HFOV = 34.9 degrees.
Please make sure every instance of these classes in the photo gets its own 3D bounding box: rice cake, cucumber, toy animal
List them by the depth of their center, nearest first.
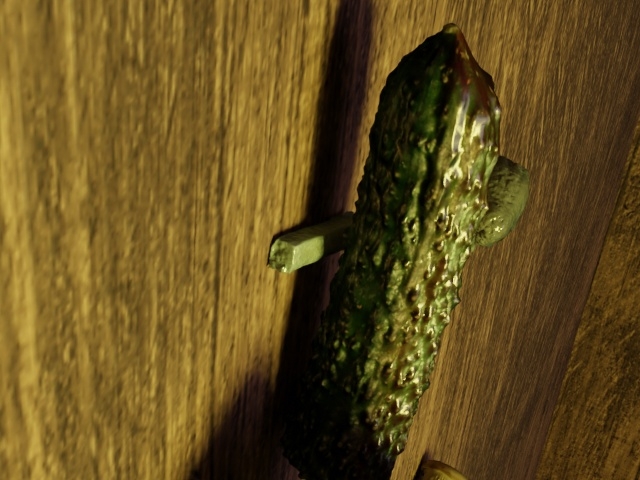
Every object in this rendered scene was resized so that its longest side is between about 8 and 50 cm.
[{"bbox_3d":[0.053,0.022,0.691,0.096,0.096,0.359,-41,152,-54],"label":"cucumber"},{"bbox_3d":[0.000,0.000,0.699,0.121,0.021,0.022,-21,133,-62],"label":"rice cake"},{"bbox_3d":[0.188,-0.057,1.092,0.079,0.070,0.253,-40,-175,22],"label":"toy animal"}]

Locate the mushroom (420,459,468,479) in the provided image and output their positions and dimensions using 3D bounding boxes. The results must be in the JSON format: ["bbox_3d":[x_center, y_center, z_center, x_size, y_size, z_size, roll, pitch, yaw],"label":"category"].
[{"bbox_3d":[0.127,0.406,1.305,0.108,0.096,0.247,35,70,-43],"label":"mushroom"}]
